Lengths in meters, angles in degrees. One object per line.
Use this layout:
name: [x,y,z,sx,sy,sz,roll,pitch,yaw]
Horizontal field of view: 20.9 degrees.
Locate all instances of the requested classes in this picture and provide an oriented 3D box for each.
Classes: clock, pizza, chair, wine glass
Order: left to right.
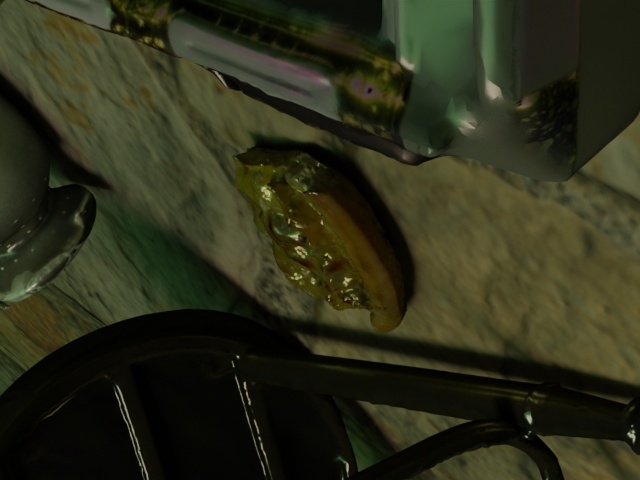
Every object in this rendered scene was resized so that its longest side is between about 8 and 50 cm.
wine glass: [-0.243,-0.054,1.115,0.204,0.111,0.111,46,161,-29]
chair: [-0.027,0.246,1.014,0.410,0.362,0.364,33,143,60]
clock: [-0.009,-0.151,0.355,0.186,0.083,0.253,24,132,36]
pizza: [0.000,0.001,0.903,0.099,0.036,0.160,29,161,26]

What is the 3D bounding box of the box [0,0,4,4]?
box: [-0.146,-0.194,0.454,0.260,0.175,0.062,46,162,-25]
